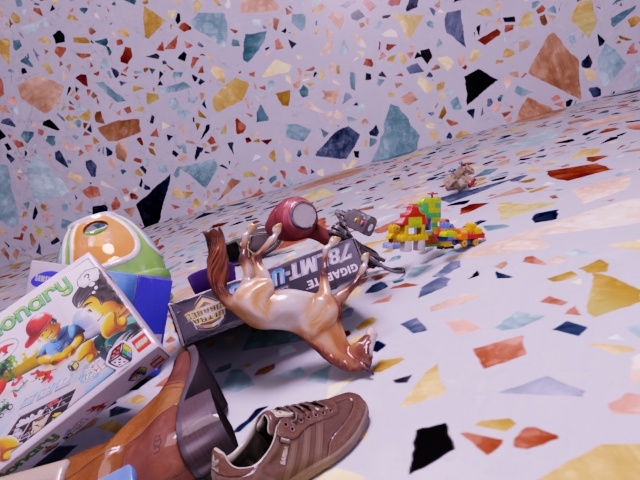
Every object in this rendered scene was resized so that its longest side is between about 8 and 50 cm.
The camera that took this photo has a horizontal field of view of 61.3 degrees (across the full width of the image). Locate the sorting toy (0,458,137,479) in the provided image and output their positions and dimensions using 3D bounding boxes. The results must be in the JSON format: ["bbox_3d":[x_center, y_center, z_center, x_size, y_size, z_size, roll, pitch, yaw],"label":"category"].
[{"bbox_3d":[-0.328,0.290,0.464,0.347,0.047,0.196,-17,37,4],"label":"sorting toy"}]

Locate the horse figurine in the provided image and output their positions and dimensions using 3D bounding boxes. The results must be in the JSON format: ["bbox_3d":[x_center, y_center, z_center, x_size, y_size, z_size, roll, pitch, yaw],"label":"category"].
[{"bbox_3d":[-0.042,0.067,0.728,0.263,0.175,0.066,15,-21,-2],"label":"horse figurine"}]

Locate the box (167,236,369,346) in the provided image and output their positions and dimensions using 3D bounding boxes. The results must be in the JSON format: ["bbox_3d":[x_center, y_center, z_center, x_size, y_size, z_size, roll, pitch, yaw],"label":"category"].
[{"bbox_3d":[-0.102,0.091,0.905,0.295,0.074,0.293,-21,-2,-18],"label":"box"}]

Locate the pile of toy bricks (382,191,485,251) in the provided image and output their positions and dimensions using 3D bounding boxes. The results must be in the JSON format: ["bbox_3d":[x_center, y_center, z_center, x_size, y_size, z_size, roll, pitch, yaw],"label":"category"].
[{"bbox_3d":[0.208,-0.040,1.029,0.212,0.105,0.118,-4,6,-32],"label":"pile of toy bricks"}]

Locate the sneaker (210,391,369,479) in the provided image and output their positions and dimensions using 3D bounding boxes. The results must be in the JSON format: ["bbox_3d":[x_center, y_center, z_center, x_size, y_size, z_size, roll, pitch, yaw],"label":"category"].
[{"bbox_3d":[-0.024,0.195,0.545,0.188,0.071,0.066,-28,17,-38],"label":"sneaker"}]

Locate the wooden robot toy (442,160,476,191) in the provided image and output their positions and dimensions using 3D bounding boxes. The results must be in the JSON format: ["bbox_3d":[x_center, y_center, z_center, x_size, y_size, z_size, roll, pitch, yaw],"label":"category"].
[{"bbox_3d":[0.392,-0.166,1.558,0.079,0.076,0.173,-51,-9,36],"label":"wooden robot toy"}]

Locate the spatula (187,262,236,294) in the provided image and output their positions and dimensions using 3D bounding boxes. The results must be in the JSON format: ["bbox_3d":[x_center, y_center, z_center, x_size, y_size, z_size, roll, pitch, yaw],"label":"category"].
[{"bbox_3d":[-0.207,0.092,1.053,0.084,0.030,0.296,-21,-9,-14],"label":"spatula"}]

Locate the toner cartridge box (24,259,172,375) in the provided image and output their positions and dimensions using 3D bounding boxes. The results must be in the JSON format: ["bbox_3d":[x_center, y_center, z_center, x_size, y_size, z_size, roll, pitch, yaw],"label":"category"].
[{"bbox_3d":[-0.418,0.131,0.975,0.347,0.165,0.075,3,-9,36],"label":"toner cartridge box"}]

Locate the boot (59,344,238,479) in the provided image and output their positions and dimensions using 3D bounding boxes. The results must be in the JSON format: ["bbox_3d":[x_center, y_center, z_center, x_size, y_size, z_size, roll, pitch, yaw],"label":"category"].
[{"bbox_3d":[-0.245,0.252,0.638,0.280,0.096,0.264,-28,22,-11],"label":"boot"}]

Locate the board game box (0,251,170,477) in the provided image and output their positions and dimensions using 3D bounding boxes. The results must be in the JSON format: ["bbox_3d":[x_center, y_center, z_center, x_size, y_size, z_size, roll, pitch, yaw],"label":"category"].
[{"bbox_3d":[-0.377,0.176,0.701,0.305,0.053,0.193,-39,63,-17],"label":"board game box"}]

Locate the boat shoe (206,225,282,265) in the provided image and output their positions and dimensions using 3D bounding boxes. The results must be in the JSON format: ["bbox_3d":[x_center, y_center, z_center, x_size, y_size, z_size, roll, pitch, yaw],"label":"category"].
[{"bbox_3d":[-0.205,0.025,1.456,0.227,0.081,0.069,-19,14,23],"label":"boat shoe"}]

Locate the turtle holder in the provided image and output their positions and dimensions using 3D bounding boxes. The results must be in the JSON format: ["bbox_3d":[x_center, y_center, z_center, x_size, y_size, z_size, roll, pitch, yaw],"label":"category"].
[{"bbox_3d":[-0.474,0.066,1.258,0.243,0.228,0.320,-25,-6,5],"label":"turtle holder"}]

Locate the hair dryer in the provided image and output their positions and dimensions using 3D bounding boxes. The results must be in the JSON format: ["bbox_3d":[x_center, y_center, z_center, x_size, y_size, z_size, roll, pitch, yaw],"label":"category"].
[{"bbox_3d":[0.000,0.000,1.014,0.293,0.224,0.080,19,68,32],"label":"hair dryer"}]
